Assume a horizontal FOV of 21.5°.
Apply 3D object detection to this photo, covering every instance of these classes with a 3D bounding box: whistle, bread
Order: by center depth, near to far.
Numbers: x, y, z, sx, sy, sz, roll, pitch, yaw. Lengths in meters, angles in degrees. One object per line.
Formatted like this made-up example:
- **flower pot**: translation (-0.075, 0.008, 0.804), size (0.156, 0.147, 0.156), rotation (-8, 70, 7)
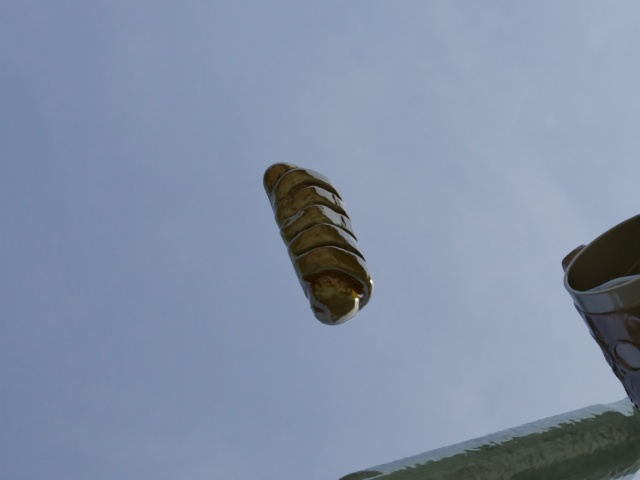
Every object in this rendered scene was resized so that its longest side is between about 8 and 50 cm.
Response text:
- **bread**: translation (0.000, 0.000, 0.748), size (0.034, 0.049, 0.088), rotation (-26, -140, 4)
- **whistle**: translation (0.108, 0.154, 1.078), size (0.312, 0.062, 0.062), rotation (-9, -123, -39)

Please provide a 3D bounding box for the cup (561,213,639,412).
- **cup**: translation (0.160, 0.046, 0.808), size (0.074, 0.102, 0.099), rotation (-45, -69, -39)
